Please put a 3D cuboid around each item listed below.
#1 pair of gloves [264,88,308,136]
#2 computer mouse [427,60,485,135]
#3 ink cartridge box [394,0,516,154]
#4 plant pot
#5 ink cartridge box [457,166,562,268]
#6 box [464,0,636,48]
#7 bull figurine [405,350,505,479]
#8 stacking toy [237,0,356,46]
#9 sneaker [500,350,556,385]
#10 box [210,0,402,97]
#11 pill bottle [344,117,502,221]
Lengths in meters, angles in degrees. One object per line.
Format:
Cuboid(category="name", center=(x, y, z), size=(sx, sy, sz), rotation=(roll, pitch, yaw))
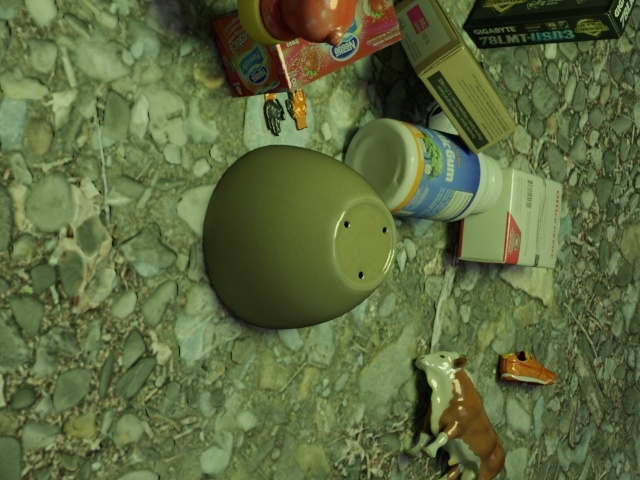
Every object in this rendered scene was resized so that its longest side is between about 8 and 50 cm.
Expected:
Cuboid(category="pair of gloves", center=(-0.052, -0.201, 1.391), size=(0.083, 0.010, 0.074), rotation=(-20, 107, -40))
Cuboid(category="computer mouse", center=(0.266, -0.244, 1.667), size=(0.193, 0.042, 0.106), rotation=(-46, 123, -31))
Cuboid(category="ink cartridge box", center=(0.214, -0.283, 1.496), size=(0.193, 0.088, 0.235), rotation=(46, 20, -34))
Cuboid(category="plant pot", center=(0.000, 0.000, 1.332), size=(0.284, 0.191, 0.284), rotation=(-5, 97, -44))
Cuboid(category="ink cartridge box", center=(0.360, -0.039, 1.708), size=(0.237, 0.100, 0.172), rotation=(6, 89, -54))
Cuboid(category="box", center=(0.445, -0.486, 1.646), size=(0.073, 0.295, 0.293), rotation=(42, 66, -39))
Cuboid(category="bull figurine", center=(0.245, 0.347, 1.654), size=(0.188, 0.101, 0.310), rotation=(-48, 121, -25))
Cuboid(category="stacking toy", center=(0.028, -0.411, 1.149), size=(0.279, 0.130, 0.309), rotation=(-30, 128, -41))
Cuboid(category="sneaker", center=(0.428, 0.260, 1.848), size=(0.175, 0.064, 0.068), rotation=(19, 70, -45))
Cuboid(category="box", center=(-0.015, -0.309, 1.336), size=(0.257, 0.128, 0.123), rotation=(-33, 114, -38))
Cuboid(category="pill bottle", center=(0.182, -0.110, 1.522), size=(0.272, 0.152, 0.152), rotation=(5, 90, -44))
